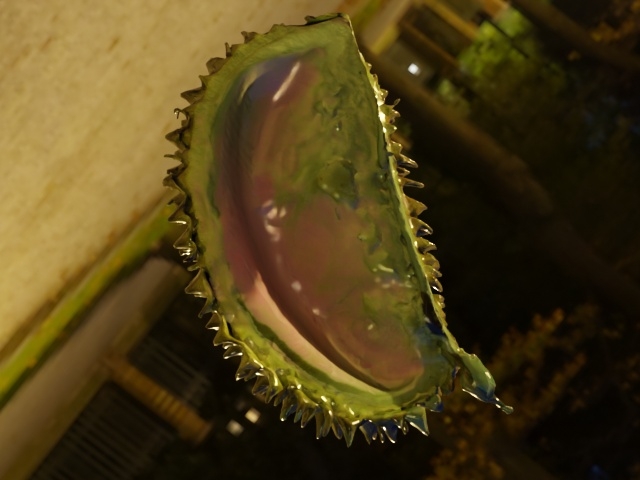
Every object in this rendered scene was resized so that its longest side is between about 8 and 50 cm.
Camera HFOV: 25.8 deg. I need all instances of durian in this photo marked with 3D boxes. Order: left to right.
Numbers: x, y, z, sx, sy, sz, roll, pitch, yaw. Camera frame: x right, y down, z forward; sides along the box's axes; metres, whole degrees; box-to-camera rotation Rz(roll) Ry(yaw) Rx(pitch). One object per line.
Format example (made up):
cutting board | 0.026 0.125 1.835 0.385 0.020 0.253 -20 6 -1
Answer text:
durian | -0.004 0.005 0.690 0.137 0.220 0.095 -17 160 -10
